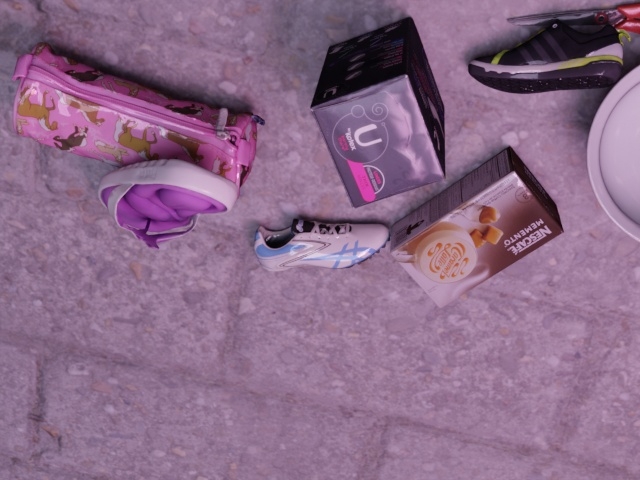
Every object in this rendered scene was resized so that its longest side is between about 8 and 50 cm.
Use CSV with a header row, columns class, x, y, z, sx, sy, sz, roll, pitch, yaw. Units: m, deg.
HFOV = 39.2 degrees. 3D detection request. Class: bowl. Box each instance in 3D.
class,x,y,z,sx,sy,sz,roll,pitch,yaw
bowl,0.541,-0.130,1.334,0.298,0.134,0.298,1,94,10

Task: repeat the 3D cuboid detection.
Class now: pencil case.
class,x,y,z,sx,sy,sz,roll,pitch,yaw
pencil case,-0.291,-0.183,1.423,0.386,0.160,0.167,18,121,-2

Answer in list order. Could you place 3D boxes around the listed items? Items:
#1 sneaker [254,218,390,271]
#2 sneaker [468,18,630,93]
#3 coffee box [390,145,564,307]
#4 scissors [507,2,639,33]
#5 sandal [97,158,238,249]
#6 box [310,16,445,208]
class,x,y,z,sx,sy,sz,roll,pitch,yaw
sneaker,0.000,0.000,1.532,0.237,0.085,0.086,-8,123,10
sneaker,0.339,-0.277,1.337,0.234,0.084,0.097,3,82,26
coffee box,0.254,-0.019,1.480,0.246,0.098,0.141,-34,110,23
scissors,0.433,-0.339,1.322,0.297,0.021,0.109,13,126,2
sandal,-0.261,-0.043,1.394,0.169,0.102,0.416,23,164,-20
box,0.091,-0.192,1.303,0.143,0.270,0.165,-17,116,16
